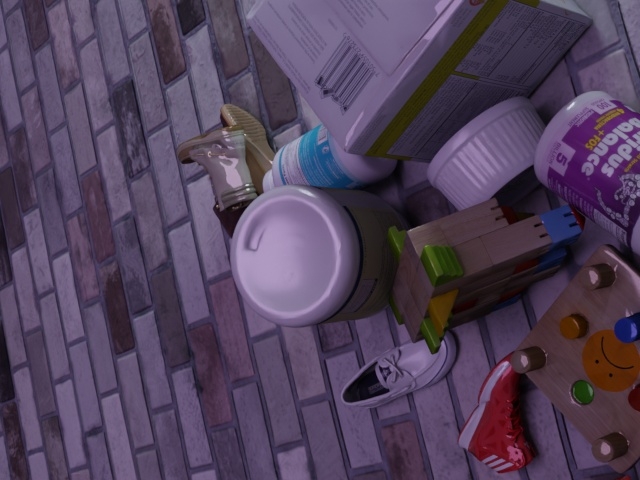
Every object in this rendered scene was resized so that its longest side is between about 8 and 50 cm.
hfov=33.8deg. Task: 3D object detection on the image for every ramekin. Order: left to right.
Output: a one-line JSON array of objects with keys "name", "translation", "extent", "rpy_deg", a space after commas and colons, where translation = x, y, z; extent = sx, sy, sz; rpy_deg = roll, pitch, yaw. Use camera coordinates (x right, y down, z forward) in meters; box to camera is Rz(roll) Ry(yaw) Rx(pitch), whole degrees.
[{"name": "ramekin", "translation": [0.283, -0.122, 1.688], "extent": [0.207, 0.207, 0.109], "rpy_deg": [-48, 69, 34]}]

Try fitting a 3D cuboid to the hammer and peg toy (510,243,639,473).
[{"name": "hammer and peg toy", "translation": [0.479, 0.209, 1.558], "extent": [0.361, 0.127, 0.266], "rpy_deg": [48, 122, 28]}]

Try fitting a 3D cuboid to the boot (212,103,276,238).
[{"name": "boot", "translation": [-0.179, -0.139, 2.207], "extent": [0.207, 0.090, 0.248], "rpy_deg": [-51, 62, 30]}]

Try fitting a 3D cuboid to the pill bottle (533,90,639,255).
[{"name": "pill bottle", "translation": [0.470, -0.077, 1.526], "extent": [0.301, 0.169, 0.169], "rpy_deg": [42, 119, 35]}]

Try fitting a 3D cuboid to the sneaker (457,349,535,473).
[{"name": "sneaker", "translation": [0.324, 0.295, 1.755], "extent": [0.128, 0.087, 0.221], "rpy_deg": [38, 129, 27]}]

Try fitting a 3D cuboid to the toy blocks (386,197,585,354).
[{"name": "toy blocks", "translation": [0.259, 0.036, 1.653], "extent": [0.381, 0.260, 0.191], "rpy_deg": [94, 154, -68]}]

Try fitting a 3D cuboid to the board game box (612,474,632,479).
[{"name": "board game box", "translation": [0.407, 0.510, 1.595], "extent": [0.242, 0.064, 0.316], "rpy_deg": [59, 142, 8]}]

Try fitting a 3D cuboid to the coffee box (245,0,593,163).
[{"name": "coffee box", "translation": [0.156, -0.359, 1.705], "extent": [0.338, 0.334, 0.338], "rpy_deg": [-52, 57, 30]}]

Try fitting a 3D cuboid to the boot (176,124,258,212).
[{"name": "boot", "translation": [-0.211, -0.136, 2.147], "extent": [0.213, 0.077, 0.165], "rpy_deg": [-14, 92, 50]}]

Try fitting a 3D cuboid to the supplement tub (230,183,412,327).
[{"name": "supplement tub", "translation": [0.019, 0.026, 1.831], "extent": [0.235, 0.325, 0.235], "rpy_deg": [0, 89, 28]}]

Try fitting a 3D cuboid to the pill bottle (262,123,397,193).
[{"name": "pill bottle", "translation": [0.009, -0.140, 1.988], "extent": [0.264, 0.146, 0.146], "rpy_deg": [-26, 74, 42]}]

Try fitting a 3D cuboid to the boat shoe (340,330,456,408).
[{"name": "boat shoe", "translation": [0.139, 0.243, 1.916], "extent": [0.258, 0.084, 0.095], "rpy_deg": [-44, 62, 36]}]
